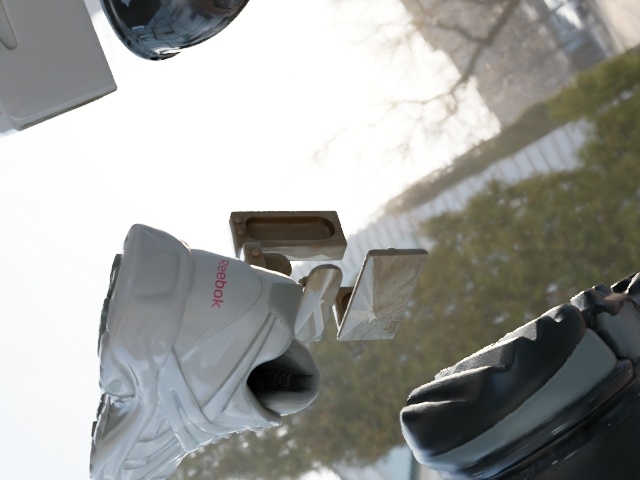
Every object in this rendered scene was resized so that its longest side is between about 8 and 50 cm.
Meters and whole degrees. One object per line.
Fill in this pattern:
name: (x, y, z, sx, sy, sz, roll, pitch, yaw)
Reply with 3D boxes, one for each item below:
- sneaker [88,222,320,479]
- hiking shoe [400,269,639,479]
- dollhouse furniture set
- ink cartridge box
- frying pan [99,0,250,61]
sneaker: (-0.062, 0.083, 0.581, 0.232, 0.115, 0.090, 111, 169, -59)
hiking shoe: (0.154, 0.078, 0.459, 0.304, 0.113, 0.132, -17, -105, -46)
dollhouse furniture set: (0.000, 0.000, 1.034, 0.123, 0.144, 0.151, 108, 154, -45)
ink cartridge box: (-0.346, -0.223, 1.158, 0.289, 0.121, 0.211, 5, 118, 61)
frying pan: (-0.049, -0.250, 0.542, 0.197, 0.053, 0.326, -27, -51, -72)
